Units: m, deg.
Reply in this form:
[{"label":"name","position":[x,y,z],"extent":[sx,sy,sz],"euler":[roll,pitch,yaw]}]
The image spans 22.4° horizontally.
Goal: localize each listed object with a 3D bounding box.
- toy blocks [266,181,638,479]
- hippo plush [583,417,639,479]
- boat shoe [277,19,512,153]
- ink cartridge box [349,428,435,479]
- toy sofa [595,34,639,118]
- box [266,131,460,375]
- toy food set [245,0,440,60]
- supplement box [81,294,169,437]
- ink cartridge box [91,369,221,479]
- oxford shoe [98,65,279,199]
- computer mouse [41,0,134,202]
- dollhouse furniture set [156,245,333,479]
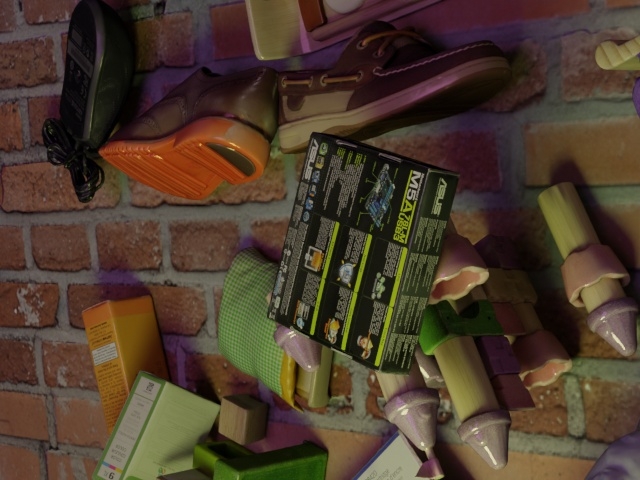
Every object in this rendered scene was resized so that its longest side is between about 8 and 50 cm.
[{"label":"toy blocks","position":[0.136,0.119,1.608],"extent":[0.309,0.288,0.260],"euler":[-41,60,38]},{"label":"hippo plush","position":[0.332,0.317,1.520],"extent":[0.236,0.294,0.234],"euler":[36,160,15]},{"label":"boat shoe","position":[0.065,-0.184,1.777],"extent":[0.342,0.123,0.123],"euler":[-14,85,53]},{"label":"ink cartridge box","position":[0.108,0.417,1.837],"extent":[0.303,0.072,0.307],"euler":[-52,56,38]},{"label":"toy sofa","position":[0.365,-0.020,1.450],"extent":[0.177,0.150,0.362],"euler":[-27,75,44]},{"label":"box","position":[0.035,0.008,1.490],"extent":[0.184,0.045,0.191],"euler":[20,99,49]},{"label":"toy food set","position":[0.017,-0.348,1.824],"extent":[0.306,0.092,0.220],"euler":[-15,83,47]},{"label":"supplement box","position":[-0.253,0.196,2.186],"extent":[0.080,0.078,0.233],"euler":[-24,76,46]},{"label":"ink cartridge box","position":[-0.221,0.284,2.080],"extent":[0.062,0.109,0.209],"euler":[15,79,43]},{"label":"oxford shoe","position":[-0.158,-0.140,2.044],"extent":[0.363,0.130,0.133],"euler":[-4,59,54]},{"label":"computer mouse","position":[-0.306,-0.206,2.205],"extent":[0.188,0.072,0.272],"euler":[52,135,46]},{"label":"dollhouse furniture set","position":[-0.101,0.181,1.962],"extent":[0.197,0.151,0.301],"euler":[23,112,43]}]
